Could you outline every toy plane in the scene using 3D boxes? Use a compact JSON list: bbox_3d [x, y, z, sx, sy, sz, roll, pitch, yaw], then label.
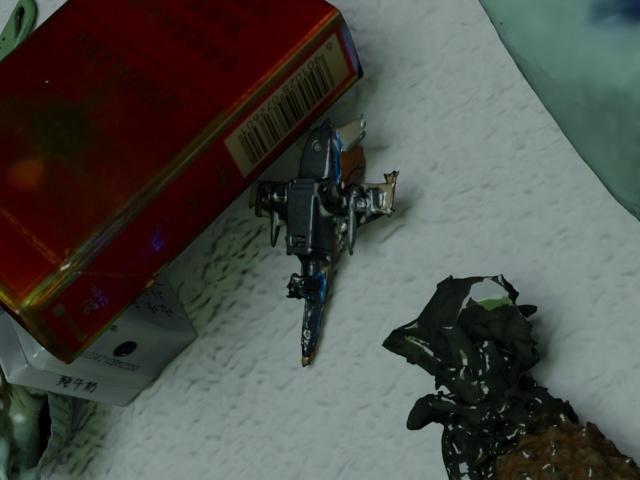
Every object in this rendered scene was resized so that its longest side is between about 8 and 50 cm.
[{"bbox_3d":[-0.007,-0.002,0.965,0.135,0.062,0.188,5,79,36],"label":"toy plane"}]

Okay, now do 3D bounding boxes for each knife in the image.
[{"bbox_3d":[-0.350,-0.109,1.276,0.043,0.020,0.293,28,92,40],"label":"knife"}]

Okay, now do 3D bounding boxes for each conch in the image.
[{"bbox_3d":[-0.260,0.136,1.079,0.153,0.102,0.135,31,113,20],"label":"conch"}]

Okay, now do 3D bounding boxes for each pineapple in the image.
[{"bbox_3d":[0.124,0.120,0.812,0.119,0.111,0.237,-27,50,-8],"label":"pineapple"}]

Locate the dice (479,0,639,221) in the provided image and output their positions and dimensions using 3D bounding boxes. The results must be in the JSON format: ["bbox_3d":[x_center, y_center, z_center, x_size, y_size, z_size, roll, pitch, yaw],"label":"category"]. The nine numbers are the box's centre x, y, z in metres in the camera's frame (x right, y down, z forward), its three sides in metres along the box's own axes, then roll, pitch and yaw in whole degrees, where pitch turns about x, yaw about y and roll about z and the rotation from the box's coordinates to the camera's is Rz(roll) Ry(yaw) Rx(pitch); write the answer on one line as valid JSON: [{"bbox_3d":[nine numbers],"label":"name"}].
[{"bbox_3d":[0.244,-0.165,0.706,0.264,0.268,0.263,-35,57,23],"label":"dice"}]

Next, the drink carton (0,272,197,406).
[{"bbox_3d":[-0.213,0.018,1.064,0.102,0.134,0.222,-43,56,15],"label":"drink carton"}]

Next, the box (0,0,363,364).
[{"bbox_3d":[-0.148,-0.086,0.961,0.313,0.089,0.197,-45,59,-13],"label":"box"}]
